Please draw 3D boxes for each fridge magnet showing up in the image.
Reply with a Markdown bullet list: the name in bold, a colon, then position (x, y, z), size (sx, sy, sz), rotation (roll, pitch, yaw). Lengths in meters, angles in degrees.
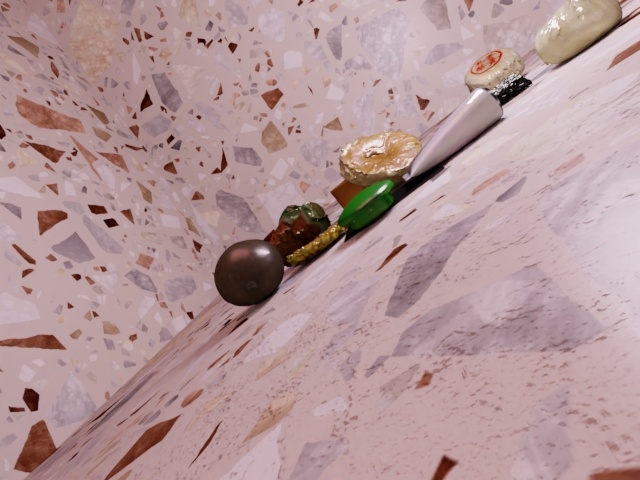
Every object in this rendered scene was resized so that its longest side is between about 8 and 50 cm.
- **fridge magnet**: position (0.139, -0.105, 1.286), size (0.208, 0.088, 0.208), rotation (-38, 5, 4)

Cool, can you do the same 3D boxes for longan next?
- **longan**: position (-0.233, 0.107, 1.418), size (0.248, 0.248, 0.248), rotation (-38, 6, 5)

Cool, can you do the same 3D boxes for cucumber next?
- **cucumber**: position (0.633, -0.511, 1.567), size (0.265, 0.077, 0.077), rotation (-38, 5, 31)

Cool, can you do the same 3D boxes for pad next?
- **pad**: position (0.226, -0.126, 1.383), size (0.367, 0.007, 0.247), rotation (-38, 6, 11)

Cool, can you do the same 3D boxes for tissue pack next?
- **tissue pack**: position (0.210, -0.248, 1.756), size (0.274, 0.145, 0.194), rotation (-43, 5, -31)

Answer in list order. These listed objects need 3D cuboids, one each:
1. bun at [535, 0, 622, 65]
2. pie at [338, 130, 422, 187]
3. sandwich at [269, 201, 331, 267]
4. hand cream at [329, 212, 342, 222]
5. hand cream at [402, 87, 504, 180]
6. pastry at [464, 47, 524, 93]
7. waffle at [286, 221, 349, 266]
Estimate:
- **bun**: position (0.824, -0.696, 1.382), size (0.259, 0.160, 0.259), rotation (-36, 8, 6)
- **pie**: position (0.226, -0.307, 1.587), size (0.339, 0.083, 0.339), rotation (-6, 41, 5)
- **sandwich**: position (-0.106, -0.032, 1.653), size (0.301, 0.162, 0.250), rotation (-48, -16, 10)
- **hand cream**: position (0.130, -0.158, 2.015), size (0.257, 0.050, 0.084), rotation (-43, 2, 22)
- **hand cream**: position (0.396, -0.315, 1.336), size (0.359, 0.118, 0.185), rotation (-42, 6, 13)
- **pastry**: position (0.794, -0.764, 1.956), size (0.265, 0.133, 0.265), rotation (-29, 36, 24)
- **waffle**: position (0.000, 0.000, 1.498), size (0.238, 0.059, 0.243), rotation (-36, 3, 43)
